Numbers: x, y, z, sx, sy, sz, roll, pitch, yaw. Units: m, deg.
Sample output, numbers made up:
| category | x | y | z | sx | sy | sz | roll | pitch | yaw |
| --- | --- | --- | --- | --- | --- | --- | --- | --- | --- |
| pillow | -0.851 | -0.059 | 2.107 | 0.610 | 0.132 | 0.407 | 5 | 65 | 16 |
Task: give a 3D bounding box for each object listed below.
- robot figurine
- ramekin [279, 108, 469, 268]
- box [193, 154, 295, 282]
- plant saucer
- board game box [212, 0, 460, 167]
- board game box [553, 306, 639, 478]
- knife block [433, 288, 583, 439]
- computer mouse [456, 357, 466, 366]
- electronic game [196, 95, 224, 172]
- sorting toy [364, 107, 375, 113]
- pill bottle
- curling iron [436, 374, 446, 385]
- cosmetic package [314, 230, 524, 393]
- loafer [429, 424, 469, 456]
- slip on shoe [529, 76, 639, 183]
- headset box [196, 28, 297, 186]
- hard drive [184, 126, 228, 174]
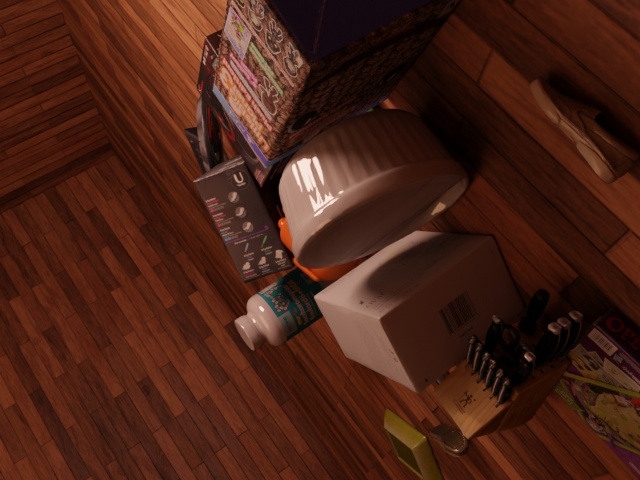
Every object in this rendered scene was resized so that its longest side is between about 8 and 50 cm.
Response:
| category | x | y | z | sx | sy | sz | roll | pitch | yaw |
| --- | --- | --- | --- | --- | --- | --- | --- | --- | --- |
| robot figurine | 0.000 | 0.001 | 1.347 | 0.219 | 0.158 | 0.128 | 44 | -177 | 32 |
| ramekin | 0.065 | -0.075 | 0.897 | 0.273 | 0.273 | 0.127 | 112 | 136 | -66 |
| box | -0.153 | -0.064 | 1.472 | 0.270 | 0.143 | 0.165 | 66 | -158 | -15 |
| plant saucer | 0.253 | 0.591 | 1.764 | 0.188 | 0.045 | 0.188 | 23 | 141 | 58 |
| board game box | 0.008 | -0.250 | 0.790 | 0.141 | 0.232 | 0.291 | 56 | 161 | 4 |
| board game box | 0.454 | 0.262 | 0.786 | 0.347 | 0.056 | 0.208 | 48 | 154 | 24 |
| knife block | 0.293 | 0.173 | 0.890 | 0.276 | 0.242 | 0.088 | 12 | -144 | -49 |
| computer mouse | 0.230 | 0.201 | 1.235 | 0.193 | 0.042 | 0.106 | 35 | 156 | 35 |
| electronic game | -0.272 | -0.266 | 1.575 | 0.229 | 0.048 | 0.229 | 175 | 90 | -89 |
| sorting toy | 0.078 | -0.192 | 1.011 | 0.061 | 0.042 | 0.102 | 9 | 119 | 45 |
| pill bottle | -0.087 | 0.173 | 1.610 | 0.146 | 0.264 | 0.146 | 47 | 158 | 25 |
| curling iron | 0.204 | 0.227 | 1.341 | 0.274 | 0.035 | 0.068 | 50 | 163 | 23 |
| cosmetic package | 0.148 | 0.097 | 0.992 | 0.138 | 0.224 | 0.225 | 62 | 160 | -14 |
| loafer | 0.305 | 0.469 | 1.446 | 0.050 | 0.056 | 0.148 | 59 | 170 | -7 |
| slip on shoe | 0.272 | -0.122 | 0.645 | 0.041 | 0.051 | 0.135 | -43 | 68 | 30 |
| headset box | -0.122 | -0.259 | 1.263 | 0.293 | 0.110 | 0.218 | 57 | 160 | 2 |
| hard drive | -0.316 | -0.216 | 1.875 | 0.172 | 0.054 | 0.254 | 32 | 149 | 51 |
